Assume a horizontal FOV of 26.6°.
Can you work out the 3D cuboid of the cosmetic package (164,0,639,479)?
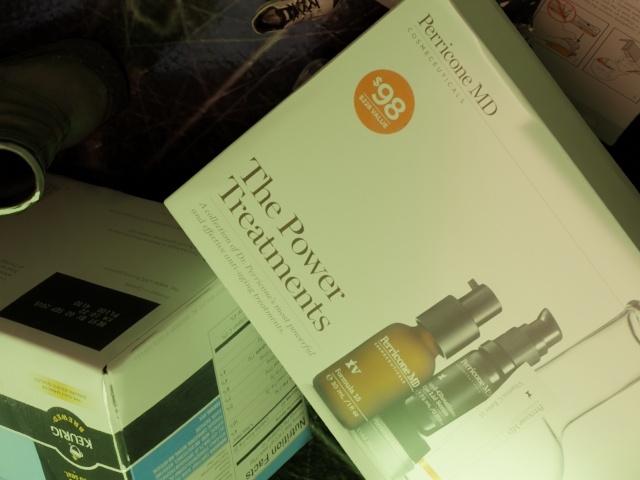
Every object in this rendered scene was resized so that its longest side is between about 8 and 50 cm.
[{"bbox_3d":[0.103,0.034,1.001,0.284,0.097,0.377,-38,88,26],"label":"cosmetic package"}]

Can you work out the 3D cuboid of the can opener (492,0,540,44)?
[{"bbox_3d":[0.127,-0.151,1.060,0.059,0.073,0.186,-8,152,-13],"label":"can opener"}]

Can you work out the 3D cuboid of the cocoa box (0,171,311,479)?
[{"bbox_3d":[-0.218,0.105,1.209,0.347,0.231,0.228,14,127,34],"label":"cocoa box"}]

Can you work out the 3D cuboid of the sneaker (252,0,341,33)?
[{"bbox_3d":[-0.020,-0.191,1.127,0.083,0.037,0.032,-20,109,28],"label":"sneaker"}]

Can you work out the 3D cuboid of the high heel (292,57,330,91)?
[{"bbox_3d":[0.000,0.000,1.151,0.186,0.093,0.261,50,128,37],"label":"high heel"}]

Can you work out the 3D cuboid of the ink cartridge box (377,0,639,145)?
[{"bbox_3d":[0.164,-0.231,1.018,0.296,0.066,0.261,32,151,0],"label":"ink cartridge box"}]

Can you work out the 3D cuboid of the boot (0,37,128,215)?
[{"bbox_3d":[-0.354,-0.081,1.204,0.338,0.222,0.118,-15,114,27],"label":"boot"}]
